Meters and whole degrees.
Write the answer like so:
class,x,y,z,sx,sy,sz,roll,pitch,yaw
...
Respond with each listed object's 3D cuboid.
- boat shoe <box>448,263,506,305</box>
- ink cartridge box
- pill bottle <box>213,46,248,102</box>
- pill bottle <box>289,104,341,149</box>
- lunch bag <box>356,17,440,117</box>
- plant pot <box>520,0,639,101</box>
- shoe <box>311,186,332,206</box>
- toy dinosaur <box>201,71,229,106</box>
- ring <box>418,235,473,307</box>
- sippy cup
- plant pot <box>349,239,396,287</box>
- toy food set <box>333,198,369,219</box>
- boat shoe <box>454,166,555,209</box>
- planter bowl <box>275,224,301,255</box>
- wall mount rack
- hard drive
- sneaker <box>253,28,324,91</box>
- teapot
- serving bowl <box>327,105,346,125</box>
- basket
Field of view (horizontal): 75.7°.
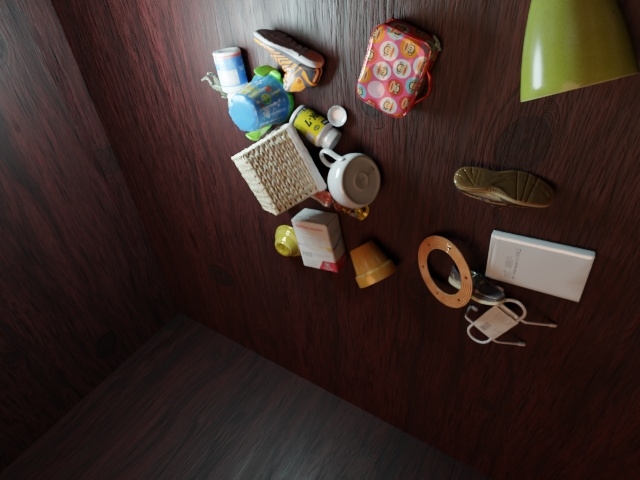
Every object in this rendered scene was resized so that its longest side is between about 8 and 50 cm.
class,x,y,z,sx,sy,sz,roll,pitch,yaw
boat shoe,0.665,0.185,1.772,0.285,0.103,0.092,37,142,57
ink cartridge box,0.000,0.000,2.182,0.226,0.131,0.305,12,130,33
pill bottle,-0.396,-0.742,1.860,0.125,0.124,0.221,16,134,29
pill bottle,-0.021,-0.482,1.784,0.209,0.119,0.119,36,140,8
lunch bag,0.278,-0.589,1.443,0.258,0.120,0.293,33,139,11
plant pot,0.659,-0.549,1.085,0.275,0.275,0.293,-3,107,41
shoe,0.004,-0.235,2.012,0.178,0.064,0.081,41,126,42
toy dinosaur,-0.485,-0.731,1.942,0.118,0.064,0.268,37,178,23
ring,0.553,0.135,1.826,0.336,0.032,0.336,50,151,41
sippy cup,-0.273,-0.594,1.811,0.240,0.224,0.305,6,127,36
plant pot,0.243,0.107,2.043,0.205,0.205,0.187,-30,88,49
toy food set,0.124,-0.167,1.979,0.218,0.071,0.128,29,138,16
boat shoe,0.665,-0.179,1.513,0.343,0.123,0.123,14,162,23
planter bowl,-0.197,0.026,2.398,0.217,0.090,0.217,22,136,23
wall mount rack,0.833,0.363,1.831,0.304,0.130,0.350,39,140,11
hard drive,0.854,0.099,1.634,0.354,0.047,0.232,16,133,29
sneaker,-0.147,-0.716,1.677,0.321,0.124,0.180,35,139,10
teapot,0.120,-0.262,1.791,0.187,0.253,0.255,13,103,56
serving bowl,0.074,-0.525,1.732,0.084,0.027,0.083,10,118,21
basket,-0.193,-0.313,1.871,0.331,0.267,0.328,59,169,-17
